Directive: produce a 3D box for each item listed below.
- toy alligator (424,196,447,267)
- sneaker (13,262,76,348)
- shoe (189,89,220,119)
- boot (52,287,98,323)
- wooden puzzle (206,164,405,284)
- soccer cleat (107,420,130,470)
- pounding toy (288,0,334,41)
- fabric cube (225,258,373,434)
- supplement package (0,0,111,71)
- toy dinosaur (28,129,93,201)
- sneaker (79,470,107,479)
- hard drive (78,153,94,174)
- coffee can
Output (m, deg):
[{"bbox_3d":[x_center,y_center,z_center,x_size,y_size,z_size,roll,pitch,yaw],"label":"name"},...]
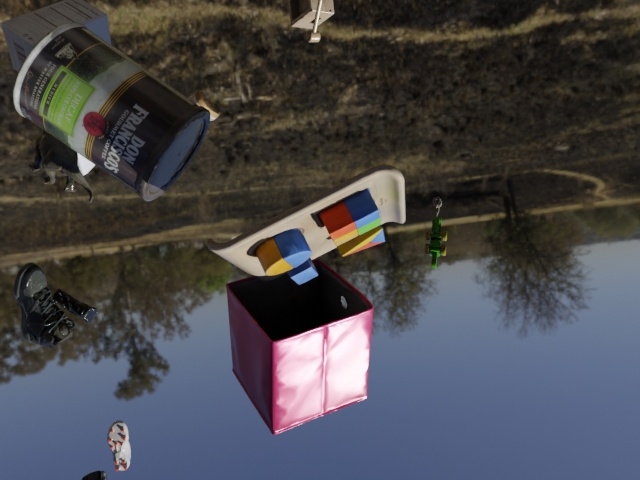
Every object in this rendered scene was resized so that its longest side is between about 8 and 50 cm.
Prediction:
[{"bbox_3d":[0.310,-0.021,1.569,0.056,0.189,0.051,3,179,11],"label":"toy alligator"},{"bbox_3d":[-0.640,0.160,1.369,0.130,0.227,0.087,17,-152,17],"label":"sneaker"},{"bbox_3d":[-0.298,-0.329,1.482,0.058,0.076,0.219,-36,-172,1],"label":"shoe"},{"bbox_3d":[-0.633,0.169,1.505,0.099,0.045,0.121,30,164,-1],"label":"boot"},{"bbox_3d":[0.000,0.000,1.098,0.348,0.080,0.322,-23,165,3],"label":"wooden puzzle"},{"bbox_3d":[-0.668,0.675,1.948,0.068,0.196,0.076,-1,-160,-7],"label":"soccer cleat"},{"bbox_3d":[-0.009,-0.691,1.747,0.094,0.206,0.181,-6,180,-32],"label":"pounding toy"},{"bbox_3d":[-0.051,0.233,1.352,0.259,0.258,0.254,-15,-149,-27],"label":"fabric cube"},{"bbox_3d":[-0.538,-0.412,1.208,0.105,0.105,0.179,33,-129,19],"label":"supplement package"},{"bbox_3d":[-0.700,-0.226,1.552,0.121,0.313,0.160,-12,147,-33],"label":"toy dinosaur"},{"bbox_3d":[-0.632,0.714,1.629,0.086,0.163,0.226,-13,145,-22],"label":"sneaker"},{"bbox_3d":[-0.719,-0.386,1.805,0.040,0.210,0.318,18,140,9],"label":"hard drive"},{"bbox_3d":[-0.372,-0.230,1.065,0.275,0.201,0.201,34,178,-1],"label":"coffee can"}]
